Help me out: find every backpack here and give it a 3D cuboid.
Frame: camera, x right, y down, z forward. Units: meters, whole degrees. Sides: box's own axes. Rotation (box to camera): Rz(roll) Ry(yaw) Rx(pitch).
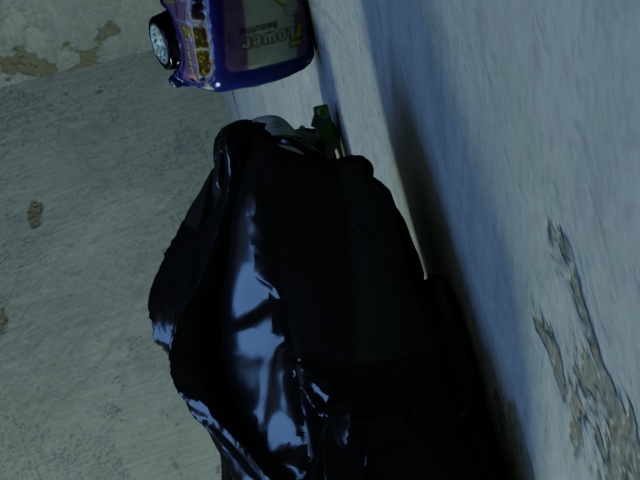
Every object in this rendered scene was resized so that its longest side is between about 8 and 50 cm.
[{"bbox_3d":[0.000,0.115,1.534,0.363,0.255,0.446,115,144,-73],"label":"backpack"}]

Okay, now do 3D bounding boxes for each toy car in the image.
[{"bbox_3d":[-0.095,-0.279,2.062,0.158,0.172,0.235,34,138,59],"label":"toy car"}]

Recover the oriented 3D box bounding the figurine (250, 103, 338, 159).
[{"bbox_3d":[-0.036,-0.077,2.058,0.126,0.147,0.192,67,-158,-16],"label":"figurine"}]
